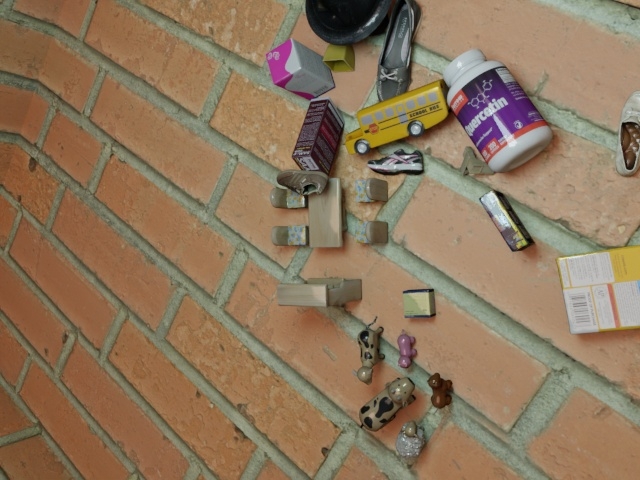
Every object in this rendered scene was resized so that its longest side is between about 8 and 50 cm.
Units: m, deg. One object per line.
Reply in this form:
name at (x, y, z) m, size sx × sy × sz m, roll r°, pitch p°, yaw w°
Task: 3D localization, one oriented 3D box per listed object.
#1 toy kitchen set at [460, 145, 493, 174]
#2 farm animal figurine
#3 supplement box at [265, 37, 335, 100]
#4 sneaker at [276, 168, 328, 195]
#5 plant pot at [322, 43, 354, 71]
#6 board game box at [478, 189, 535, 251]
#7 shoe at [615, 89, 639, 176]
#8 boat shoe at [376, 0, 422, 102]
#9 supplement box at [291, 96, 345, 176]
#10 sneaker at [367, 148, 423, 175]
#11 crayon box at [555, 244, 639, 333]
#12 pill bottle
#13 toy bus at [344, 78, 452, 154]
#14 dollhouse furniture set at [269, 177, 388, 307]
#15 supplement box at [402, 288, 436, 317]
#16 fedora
toy kitchen set at (0.455, -0.220, 1.566) m, size 0.068 × 0.075 × 0.083 m, roll 102°, pitch 167°, yaw -48°
farm animal figurine at (0.209, 0.447, 1.622) m, size 0.330 × 0.172 × 0.326 m, roll 32°, pitch 106°, yaw 26°
supplement box at (-0.062, -0.551, 1.750) m, size 0.111 × 0.220 × 0.113 m, roll -21°, pitch 80°, yaw 28°
sneaker at (-0.067, -0.178, 1.682) m, size 0.189 × 0.066 × 0.071 m, roll 1°, pitch 59°, yaw 33°
plant pot at (0.066, -0.609, 1.761) m, size 0.081 × 0.081 × 0.083 m, roll 8°, pitch 82°, yaw 30°
board game box at (0.509, -0.052, 1.465) m, size 0.048 × 0.141 × 0.170 m, roll -35°, pitch 73°, yaw 24°
shoe at (0.790, -0.270, 1.350) m, size 0.077 × 0.058 × 0.218 m, roll 9°, pitch 95°, yaw 30°
boat shoe at (0.227, -0.575, 1.654) m, size 0.112 × 0.096 × 0.334 m, roll 16°, pitch 98°, yaw 29°
supplement box at (-0.004, -0.323, 1.713) m, size 0.073 × 0.130 × 0.239 m, roll 0°, pitch 59°, yaw 30°
sneaker at (0.236, -0.247, 1.676) m, size 0.178 × 0.072 × 0.077 m, roll 5°, pitch 81°, yaw 22°
crayon box at (0.782, 0.115, 1.342) m, size 0.323 × 0.083 × 0.202 m, roll -12°, pitch 84°, yaw 30°
pill bottle at (0.469, -0.356, 1.465) m, size 0.182 × 0.182 × 0.322 m, roll -36°, pitch 73°, yaw 25°
toy bus at (0.228, -0.365, 1.624) m, size 0.333 × 0.108 × 0.130 m, roll -14°, pitch 106°, yaw 29°
dollhouse furniture set at (0.000, 0.000, 1.695) m, size 0.363 × 0.257 × 0.393 m, roll -2°, pitch 89°, yaw 30°
supplement box at (0.301, 0.191, 1.635) m, size 0.083 × 0.056 × 0.083 m, roll -6°, pitch 87°, yaw 30°
fedora at (0.114, -0.745, 1.684) m, size 0.334 × 0.153 × 0.333 m, roll -4°, pitch 82°, yaw 34°
